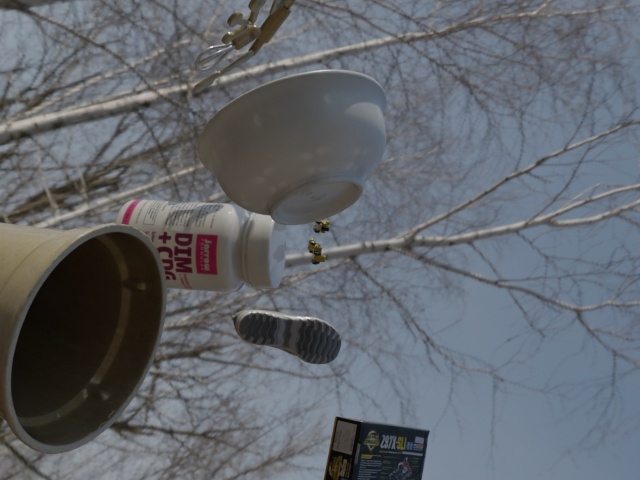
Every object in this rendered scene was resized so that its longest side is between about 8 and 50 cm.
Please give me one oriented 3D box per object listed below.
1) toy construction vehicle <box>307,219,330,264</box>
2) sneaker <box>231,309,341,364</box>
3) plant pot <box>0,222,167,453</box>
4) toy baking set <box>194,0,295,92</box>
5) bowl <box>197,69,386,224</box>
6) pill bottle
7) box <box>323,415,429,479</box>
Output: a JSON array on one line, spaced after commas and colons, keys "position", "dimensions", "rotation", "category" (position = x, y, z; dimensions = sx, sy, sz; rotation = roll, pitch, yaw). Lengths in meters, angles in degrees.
[{"position": [0.000, 0.000, 1.556], "dimensions": [0.098, 0.035, 0.085], "rotation": [-129, -135, -77], "category": "toy construction vehicle"}, {"position": [-0.077, 0.209, 1.821], "dimensions": [0.115, 0.281, 0.105], "rotation": [20, -92, 63], "category": "sneaker"}, {"position": [-0.451, 0.102, 1.154], "dimensions": [0.306, 0.334, 0.333], "rotation": [15, -59, 22], "category": "plant pot"}, {"position": [-0.139, -0.375, 1.410], "dimensions": [0.030, 0.197, 0.256], "rotation": [49, -52, 6], "category": "toy baking set"}, {"position": [-0.022, -0.112, 1.150], "dimensions": [0.298, 0.298, 0.134], "rotation": [-42, -119, 49], "category": "bowl"}, {"position": [-0.213, 0.011, 1.395], "dimensions": [0.283, 0.160, 0.160], "rotation": [3, -65, 10], "category": "pill bottle"}, {"position": [0.125, 0.541, 1.761], "dimensions": [0.079, 0.322, 0.257], "rotation": [2, -103, 36], "category": "box"}]
